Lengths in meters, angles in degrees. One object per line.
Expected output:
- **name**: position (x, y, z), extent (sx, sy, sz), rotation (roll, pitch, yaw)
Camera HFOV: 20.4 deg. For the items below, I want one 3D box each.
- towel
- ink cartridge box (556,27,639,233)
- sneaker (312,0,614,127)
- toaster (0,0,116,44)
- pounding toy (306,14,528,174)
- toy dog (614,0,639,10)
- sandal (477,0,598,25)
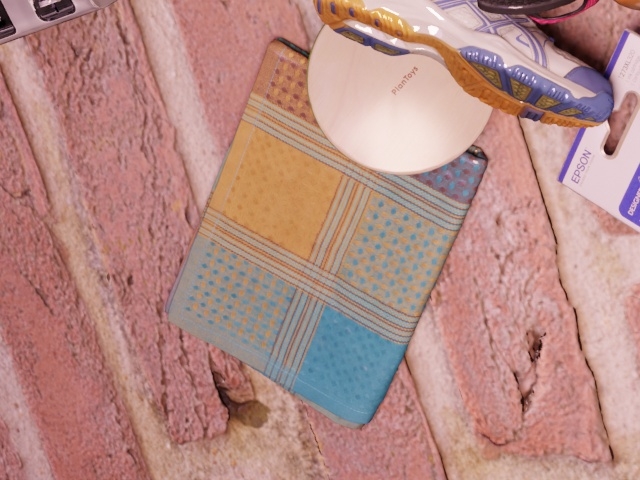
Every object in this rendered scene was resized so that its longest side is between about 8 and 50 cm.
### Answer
- **towel**: position (0.000, 0.000, 1.890), extent (0.271, 0.040, 0.370), rotation (31, 121, 13)
- **ink cartridge box**: position (0.408, -0.037, 1.611), extent (0.371, 0.069, 0.175), rotation (33, 124, 19)
- **sneaker**: position (0.146, -0.209, 1.617), extent (0.296, 0.131, 0.112), rotation (27, 165, -3)
- **toaster**: position (-0.286, -0.283, 1.847), extent (0.168, 0.185, 0.110), rotation (-14, 107, 25)
- **pounding toy**: position (0.107, -0.164, 1.732), extent (0.237, 0.110, 0.183), rotation (-20, 90, 5)
- **toy dog**: position (0.163, -0.345, 1.454), extent (0.408, 0.395, 0.284), rotation (10, 106, -11)
- **sandal**: position (0.217, -0.220, 1.578), extent (0.067, 0.179, 0.040), rotation (41, 139, 41)
